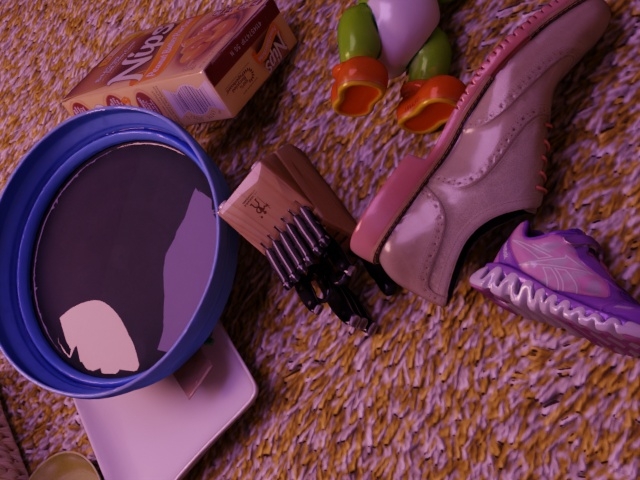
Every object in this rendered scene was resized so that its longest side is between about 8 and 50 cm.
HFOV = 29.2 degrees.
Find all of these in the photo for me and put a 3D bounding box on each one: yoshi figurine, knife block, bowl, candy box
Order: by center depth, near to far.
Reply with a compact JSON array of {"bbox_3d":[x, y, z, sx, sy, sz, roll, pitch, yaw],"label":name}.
[{"bbox_3d":[0.115,-0.329,1.500,0.203,0.203,0.362,-6,64,25],"label":"yoshi figurine"},{"bbox_3d":[0.000,0.000,1.535,0.088,0.242,0.276,-49,1,14],"label":"knife block"},{"bbox_3d":[-0.278,0.017,1.633,0.391,0.077,0.391,-7,75,28],"label":"bowl"},{"bbox_3d":[-0.207,-0.242,1.775,0.316,0.087,0.183,-4,39,42],"label":"candy box"}]

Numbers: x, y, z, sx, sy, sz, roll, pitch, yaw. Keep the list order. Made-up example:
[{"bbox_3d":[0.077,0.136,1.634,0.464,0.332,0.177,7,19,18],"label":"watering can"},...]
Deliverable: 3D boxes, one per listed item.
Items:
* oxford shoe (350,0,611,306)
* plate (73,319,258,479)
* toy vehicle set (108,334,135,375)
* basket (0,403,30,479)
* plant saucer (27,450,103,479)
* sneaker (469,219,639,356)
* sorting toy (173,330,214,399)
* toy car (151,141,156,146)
[{"bbox_3d":[0.208,-0.103,1.365,0.146,0.140,0.397,40,97,16],"label":"oxford shoe"},{"bbox_3d":[-0.206,0.204,1.649,0.278,0.045,0.277,-48,46,16],"label":"plate"},{"bbox_3d":[-0.330,0.092,1.738,0.266,0.035,0.166,7,79,40],"label":"toy vehicle set"},{"bbox_3d":[-0.662,0.353,1.812,0.328,0.331,0.266,-52,47,13],"label":"basket"},{"bbox_3d":[-0.354,0.412,1.691,0.241,0.037,0.241,-22,58,39],"label":"plant saucer"},{"bbox_3d":[0.262,0.041,1.249,0.236,0.095,0.105,23,80,48],"label":"sneaker"},{"bbox_3d":[-0.156,0.156,1.581,0.083,0.012,0.062,-56,39,14],"label":"sorting toy"},{"bbox_3d":[-0.279,-0.051,1.769,0.225,0.053,0.239,-13,93,34],"label":"toy car"}]
